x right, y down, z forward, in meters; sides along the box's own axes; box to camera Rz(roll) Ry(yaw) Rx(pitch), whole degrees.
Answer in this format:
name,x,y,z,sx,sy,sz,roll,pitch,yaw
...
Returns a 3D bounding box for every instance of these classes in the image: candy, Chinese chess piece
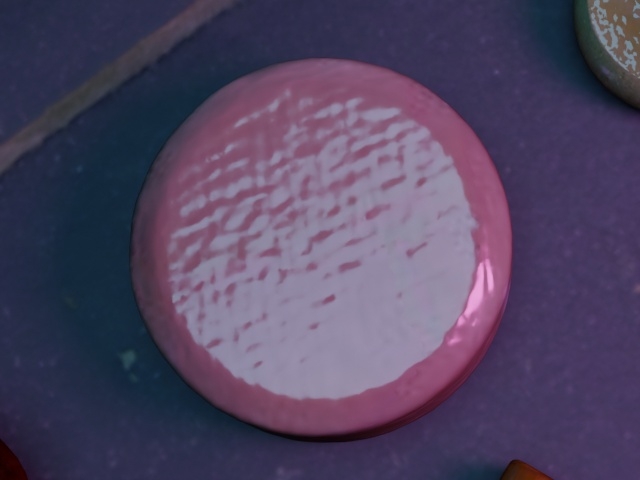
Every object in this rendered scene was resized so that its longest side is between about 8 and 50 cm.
name,x,y,z,sx,sy,sz,roll,pitch,yaw
candy,0.000,0.000,0.897,0.255,0.094,0.255,-1,79,7
Chinese chess piece,0.238,-0.151,0.918,0.144,0.058,0.144,-1,80,6

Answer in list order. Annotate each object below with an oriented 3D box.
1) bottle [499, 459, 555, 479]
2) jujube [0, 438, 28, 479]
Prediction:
name,x,y,z,sx,sy,sz,roll,pitch,yaw
bottle,0.097,0.227,0.851,0.069,0.069,0.187,31,83,12
jujube,-0.283,0.201,0.865,0.155,0.155,0.230,40,92,13
